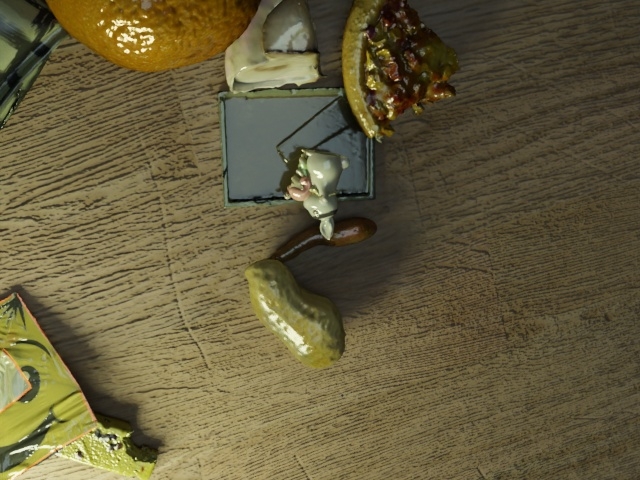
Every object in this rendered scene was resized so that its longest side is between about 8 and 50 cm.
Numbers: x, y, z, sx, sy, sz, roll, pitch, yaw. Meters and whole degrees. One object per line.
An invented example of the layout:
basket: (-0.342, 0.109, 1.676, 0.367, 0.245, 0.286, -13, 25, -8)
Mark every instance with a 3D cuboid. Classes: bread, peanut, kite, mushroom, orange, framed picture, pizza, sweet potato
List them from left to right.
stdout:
kite: (-0.549, 0.243, 1.395, 0.378, 0.013, 0.327, 17, 89, -5)
bread: (-0.388, 0.349, 1.468, 0.226, 0.049, 0.088, 22, 94, -19)
orange: (-0.253, -0.420, 1.201, 0.322, 0.322, 0.357, -29, 82, -8)
mushroom: (-0.091, -0.338, 1.337, 0.162, 0.236, 0.173, -17, 90, 0)
peanut: (-0.042, 0.123, 1.482, 0.236, 0.120, 0.110, 51, 59, -17)
framed picture: (-0.036, -0.164, 1.475, 0.281, 0.019, 0.208, -3, 101, -15)
sweet potato: (0.000, 0.000, 1.505, 0.214, 0.050, 0.050, -17, 105, -7)
pizza: (0.148, -0.312, 1.456, 0.229, 0.081, 0.289, 2, 93, -23)

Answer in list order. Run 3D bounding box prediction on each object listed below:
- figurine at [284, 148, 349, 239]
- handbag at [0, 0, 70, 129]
figurine: (-0.009, -0.083, 1.462, 0.098, 0.081, 0.146, 17, 105, 25)
handbag: (-0.582, -0.287, 1.224, 0.325, 0.162, 0.327, 34, 94, -27)
